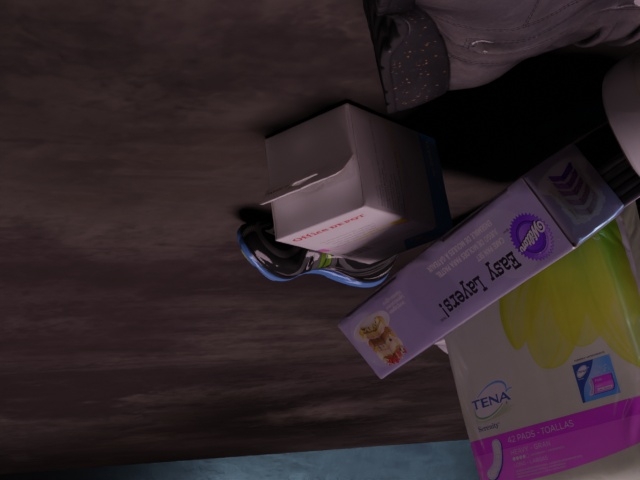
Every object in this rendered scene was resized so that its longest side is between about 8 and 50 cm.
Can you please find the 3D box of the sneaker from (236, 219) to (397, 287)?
[{"bbox_3d":[0.000,0.000,1.075,0.188,0.067,0.078,7,135,-34],"label":"sneaker"}]

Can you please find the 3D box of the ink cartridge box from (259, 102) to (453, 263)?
[{"bbox_3d":[0.026,-0.045,0.882,0.092,0.090,0.143,-21,158,34],"label":"ink cartridge box"}]

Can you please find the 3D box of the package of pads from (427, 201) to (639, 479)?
[{"bbox_3d":[0.234,0.106,1.090,0.101,0.296,0.229,0,161,-41],"label":"package of pads"}]

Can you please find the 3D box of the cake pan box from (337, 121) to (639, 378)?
[{"bbox_3d":[0.171,-0.013,0.874,0.246,0.070,0.267,-32,172,-41],"label":"cake pan box"}]

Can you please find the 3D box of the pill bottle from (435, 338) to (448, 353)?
[{"bbox_3d":[0.195,0.091,1.324,0.112,0.112,0.187,-23,157,39],"label":"pill bottle"}]

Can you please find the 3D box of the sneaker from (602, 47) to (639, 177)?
[{"bbox_3d":[0.292,-0.110,0.742,0.123,0.106,0.290,-33,172,40],"label":"sneaker"}]

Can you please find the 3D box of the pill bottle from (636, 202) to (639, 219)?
[{"bbox_3d":[0.400,0.023,1.115,0.301,0.169,0.169,-21,157,35],"label":"pill bottle"}]

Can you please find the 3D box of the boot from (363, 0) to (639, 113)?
[{"bbox_3d":[0.126,-0.171,0.546,0.223,0.118,0.338,-12,172,4],"label":"boot"}]
